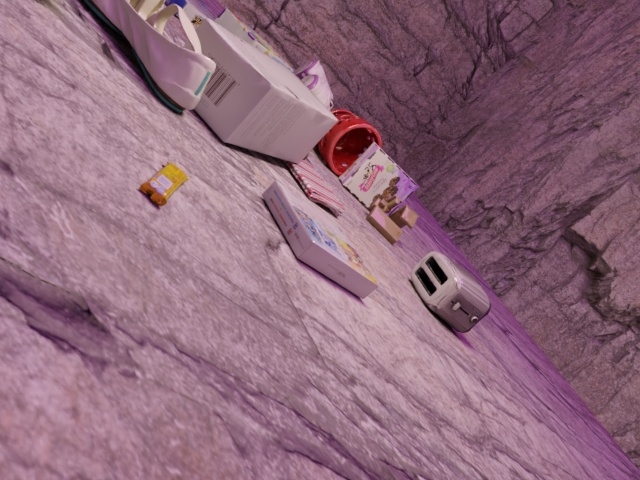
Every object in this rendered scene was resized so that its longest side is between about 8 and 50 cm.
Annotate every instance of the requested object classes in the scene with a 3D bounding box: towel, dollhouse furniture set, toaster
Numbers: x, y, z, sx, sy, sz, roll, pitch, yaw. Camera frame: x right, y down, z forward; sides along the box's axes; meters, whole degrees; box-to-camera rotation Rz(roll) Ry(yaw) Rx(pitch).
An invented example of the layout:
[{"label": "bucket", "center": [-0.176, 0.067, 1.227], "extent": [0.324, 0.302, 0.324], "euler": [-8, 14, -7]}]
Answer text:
[{"label": "towel", "center": [-0.028, -0.146, 1.728], "extent": [0.144, 0.029, 0.197], "euler": [28, 22, -50]}, {"label": "dollhouse furniture set", "center": [0.191, -0.050, 2.165], "extent": [0.144, 0.123, 0.151], "euler": [43, 47, -13]}, {"label": "toaster", "center": [0.332, 0.124, 1.841], "extent": [0.146, 0.129, 0.227], "euler": [36, 17, -32]}]

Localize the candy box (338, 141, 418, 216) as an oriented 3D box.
[{"label": "candy box", "center": [0.184, -0.185, 2.244], "extent": [0.196, 0.165, 0.070], "euler": [40, 12, -25]}]

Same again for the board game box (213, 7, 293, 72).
[{"label": "board game box", "center": [-0.216, -0.522, 2.022], "extent": [0.142, 0.144, 0.275], "euler": [49, 12, 16]}]

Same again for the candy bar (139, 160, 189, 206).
[{"label": "candy bar", "center": [-0.201, -0.078, 0.925], "extent": [0.040, 0.018, 0.161], "euler": [40, 13, -11]}]

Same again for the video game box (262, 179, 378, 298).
[{"label": "video game box", "center": [0.000, 0.000, 1.295], "extent": [0.205, 0.048, 0.187], "euler": [34, 15, -44]}]

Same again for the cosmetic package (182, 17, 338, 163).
[{"label": "cosmetic package", "center": [-0.136, -0.308, 1.535], "extent": [0.217, 0.156, 0.385], "euler": [47, 16, 13]}]

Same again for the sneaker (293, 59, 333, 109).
[{"label": "sneaker", "center": [-0.024, -0.533, 2.485], "extent": [0.152, 0.114, 0.305], "euler": [55, 17, -29]}]

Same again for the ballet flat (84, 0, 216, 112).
[{"label": "ballet flat", "center": [-0.321, -0.409, 1.326], "extent": [0.400, 0.139, 0.139], "euler": [51, 13, 22]}]

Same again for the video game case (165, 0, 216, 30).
[{"label": "video game case", "center": [-0.429, -0.753, 2.243], "extent": [0.270, 0.061, 0.244], "euler": [53, 15, 26]}]

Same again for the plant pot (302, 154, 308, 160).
[{"label": "plant pot", "center": [-0.096, -0.328, 1.887], "extent": [0.237, 0.109, 0.237], "euler": [45, 12, -12]}]

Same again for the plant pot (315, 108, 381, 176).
[{"label": "plant pot", "center": [0.079, -0.326, 2.289], "extent": [0.191, 0.191, 0.174], "euler": [36, 13, -42]}]
